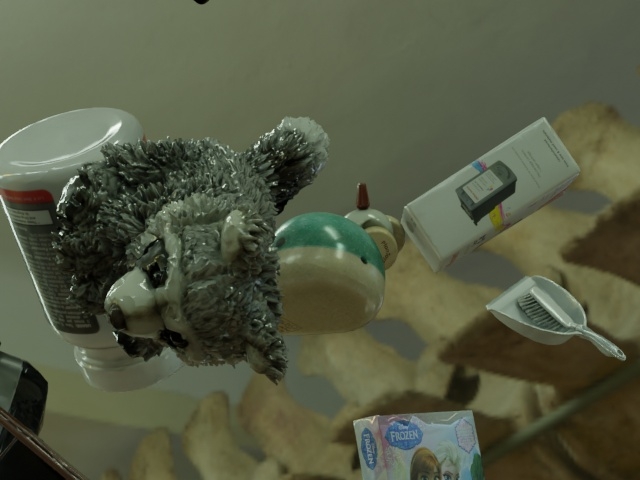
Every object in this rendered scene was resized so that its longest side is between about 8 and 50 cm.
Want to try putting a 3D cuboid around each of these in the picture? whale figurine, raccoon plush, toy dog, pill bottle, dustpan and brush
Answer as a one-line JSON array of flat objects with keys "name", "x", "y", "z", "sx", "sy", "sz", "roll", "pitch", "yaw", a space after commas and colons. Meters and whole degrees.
[{"name": "whale figurine", "x": -0.034, "y": 0.052, "z": 1.557, "sx": 0.216, "sy": 0.141, "sz": 0.272, "roll": 29, "pitch": -37, "yaw": -33}, {"name": "raccoon plush", "x": -0.067, "y": -0.037, "z": 1.175, "sx": 0.299, "sy": 0.446, "sz": 0.216, "roll": 5, "pitch": -47, "yaw": 44}, {"name": "toy dog", "x": 0.000, "y": 0.000, "z": 2.134, "sx": 0.333, "sy": 0.161, "sz": 0.220, "roll": -20, "pitch": 8, "yaw": -12}, {"name": "pill bottle", "x": -0.303, "y": 0.018, "z": 1.583, "sx": 0.210, "sy": 0.210, "sz": 0.363, "roll": -10, "pitch": -61, "yaw": 5}, {"name": "dustpan and brush", "x": 0.381, "y": 0.129, "z": 1.780, "sx": 0.147, "sy": 0.211, "sz": 0.060, "roll": -29, "pitch": -25, "yaw": -45}]

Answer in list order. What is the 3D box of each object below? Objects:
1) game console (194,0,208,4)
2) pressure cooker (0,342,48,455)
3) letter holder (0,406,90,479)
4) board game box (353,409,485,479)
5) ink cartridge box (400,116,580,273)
[{"name": "game console", "x": -0.149, "y": -0.367, "z": 1.497, "sx": 0.107, "sy": 0.071, "sz": 0.122, "roll": 13, "pitch": -13, "yaw": 43}, {"name": "pressure cooker", "x": -0.549, "y": 0.236, "z": 1.229, "sx": 0.420, "sy": 0.375, "sz": 0.370, "roll": 23, "pitch": -45, "yaw": -14}, {"name": "letter holder", "x": -0.211, "y": 0.293, "z": 0.981, "sx": 0.302, "sy": 0.152, "sz": 0.214, "roll": 36, "pitch": -18, "yaw": 10}, {"name": "board game box", "x": 0.210, "y": 0.492, "z": 2.198, "sx": 0.066, "sy": 0.318, "sz": 0.318, "roll": -20, "pitch": -17, "yaw": 38}, {"name": "ink cartridge box", "x": 0.316, "y": -0.078, "z": 2.154, "sx": 0.306, "sy": 0.131, "sz": 0.226, "roll": -34, "pitch": -9, "yaw": -2}]
